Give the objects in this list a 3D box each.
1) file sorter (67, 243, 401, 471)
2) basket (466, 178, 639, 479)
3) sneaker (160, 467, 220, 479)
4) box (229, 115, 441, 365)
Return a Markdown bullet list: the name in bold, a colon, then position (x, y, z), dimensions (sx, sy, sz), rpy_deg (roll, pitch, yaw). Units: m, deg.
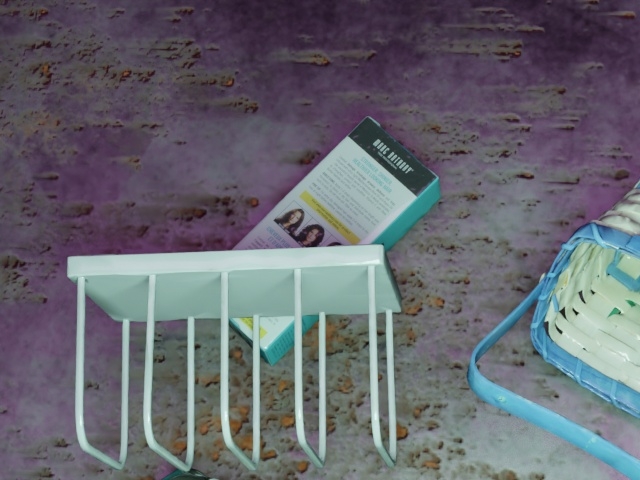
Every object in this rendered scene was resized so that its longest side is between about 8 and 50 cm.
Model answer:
- **file sorter**: position (-0.072, 0.113, 1.637), dimensions (0.277, 0.193, 0.173), rpy_deg (-2, 74, 7)
- **basket**: position (0.303, 0.097, 1.632), dimensions (0.255, 0.201, 0.289), rpy_deg (31, 45, 18)
- **sneaker**: position (-0.089, 0.260, 1.691), dimensions (0.302, 0.108, 0.121), rpy_deg (-12, 73, 5)
- **box**: position (0.000, 0.000, 1.799), dimensions (0.244, 0.060, 0.100), rpy_deg (-44, 72, -9)
